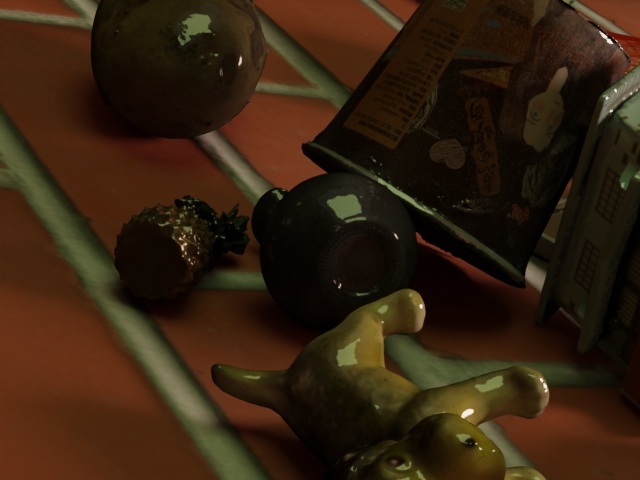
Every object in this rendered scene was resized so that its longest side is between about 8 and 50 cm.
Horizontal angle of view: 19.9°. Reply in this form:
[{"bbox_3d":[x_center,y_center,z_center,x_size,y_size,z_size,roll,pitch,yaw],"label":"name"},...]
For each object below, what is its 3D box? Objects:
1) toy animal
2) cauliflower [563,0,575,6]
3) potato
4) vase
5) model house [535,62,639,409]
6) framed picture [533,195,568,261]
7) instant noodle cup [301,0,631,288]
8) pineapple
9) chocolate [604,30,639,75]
[{"bbox_3d":[0.054,0.124,1.122,0.168,0.121,0.233,-9,29,-28],"label":"toy animal"},{"bbox_3d":[0.255,-0.345,2.329,0.256,0.239,0.315,-4,62,-17],"label":"cauliflower"},{"bbox_3d":[-0.129,-0.180,1.662,0.165,0.165,0.262,16,18,-2],"label":"potato"},{"bbox_3d":[0.000,0.000,1.390,0.120,0.120,0.183,8,9,-20],"label":"vase"},{"bbox_3d":[0.294,0.005,1.420,0.198,0.224,0.215,-11,40,-28],"label":"model house"},{"bbox_3d":[0.346,0.011,1.715,0.247,0.022,0.335,31,26,32],"label":"framed picture"},{"bbox_3d":[0.126,-0.101,1.477,0.217,0.207,0.217,32,-1,1],"label":"instant noodle cup"},{"bbox_3d":[-0.099,0.000,1.368,0.074,0.074,0.159,22,17,13],"label":"pineapple"},{"bbox_3d":[0.259,-0.156,1.917,0.234,0.108,0.237,10,21,-6],"label":"chocolate"}]
